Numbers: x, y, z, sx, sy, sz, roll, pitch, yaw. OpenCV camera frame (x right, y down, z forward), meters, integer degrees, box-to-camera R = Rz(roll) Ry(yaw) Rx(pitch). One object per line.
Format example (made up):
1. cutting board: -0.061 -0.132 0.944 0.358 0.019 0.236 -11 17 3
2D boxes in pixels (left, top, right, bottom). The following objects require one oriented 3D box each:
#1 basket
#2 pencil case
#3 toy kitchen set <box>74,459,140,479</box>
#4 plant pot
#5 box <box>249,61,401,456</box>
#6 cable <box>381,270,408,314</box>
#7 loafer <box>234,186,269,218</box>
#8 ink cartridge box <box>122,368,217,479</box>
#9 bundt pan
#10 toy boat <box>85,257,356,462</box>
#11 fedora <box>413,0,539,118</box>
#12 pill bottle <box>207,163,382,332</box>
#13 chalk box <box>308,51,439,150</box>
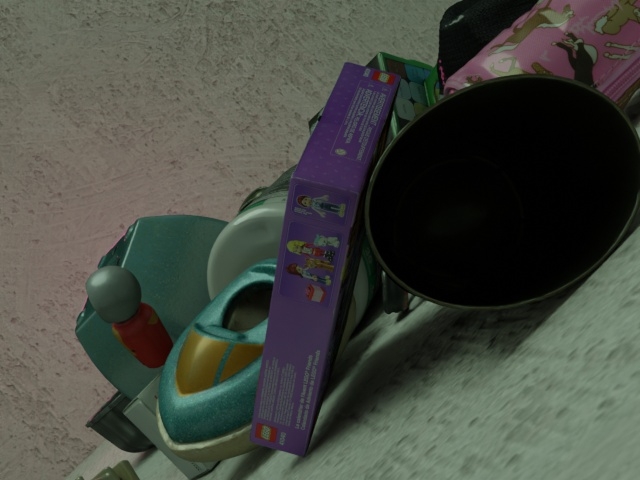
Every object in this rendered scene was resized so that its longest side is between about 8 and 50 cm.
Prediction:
1. basket: 0.119 -0.022 0.816 0.204 0.154 0.227 -25 -3 -7
2. pencil case: 0.300 -0.221 1.041 0.386 0.160 0.167 -43 -9 -2
3. toy kitchen set: -0.315 0.391 1.326 0.166 0.122 0.207 -42 -17 22
4. plant pot: -0.210 0.103 1.536 0.248 0.252 0.247 -40 29 45
5. box: 0.004 0.018 0.918 0.201 0.057 0.293 -68 -9 -52
6. cable: 0.101 0.002 1.183 0.287 0.072 0.140 -86 4 -82
7. loafer: -0.126 0.027 1.730 0.087 0.094 0.251 -68 3 -67
8. ink cartridge box: -0.144 0.195 1.313 0.175 0.127 0.072 -46 3 -36
9. bundt pan: -0.290 0.281 2.000 0.331 0.124 0.331 -44 3 3
10. toy boat: -0.132 0.107 1.156 0.318 0.148 0.267 8 50 39
11. fedora: 0.261 -0.280 1.461 0.334 0.153 0.334 -20 10 4
12. pill bottle: 0.000 0.000 1.397 0.204 0.204 0.361 -42 4 24
13. chalk box: 0.137 -0.184 1.731 0.179 0.180 0.289 10 -32 -33
